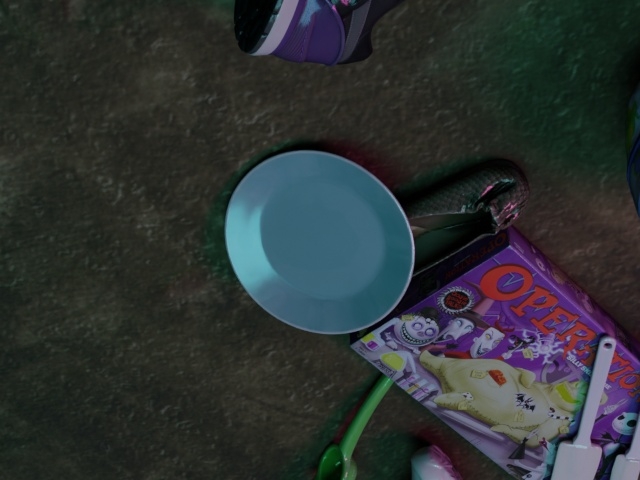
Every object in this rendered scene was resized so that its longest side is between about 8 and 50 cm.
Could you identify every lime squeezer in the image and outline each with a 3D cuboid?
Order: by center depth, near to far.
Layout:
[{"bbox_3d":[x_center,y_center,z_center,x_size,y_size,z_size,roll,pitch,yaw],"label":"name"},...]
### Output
[{"bbox_3d":[0.042,0.271,1.615,0.109,0.059,0.310,-4,130,5],"label":"lime squeezer"}]

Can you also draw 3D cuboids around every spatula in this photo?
[{"bbox_3d":[0.339,0.191,1.510,0.168,0.019,0.242,7,130,2],"label":"spatula"}]

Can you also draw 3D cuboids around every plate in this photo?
[{"bbox_3d":[0.000,0.000,1.370,0.188,0.024,0.188,7,116,16],"label":"plate"}]

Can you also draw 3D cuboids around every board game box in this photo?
[{"bbox_3d":[0.219,0.139,1.506,0.208,0.056,0.347,-37,121,23],"label":"board game box"}]

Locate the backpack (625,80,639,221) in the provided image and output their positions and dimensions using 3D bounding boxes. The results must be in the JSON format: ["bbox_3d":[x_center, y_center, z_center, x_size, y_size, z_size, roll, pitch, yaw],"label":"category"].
[{"bbox_3d":[0.426,-0.088,1.194,0.355,0.273,0.290,-12,136,26],"label":"backpack"}]

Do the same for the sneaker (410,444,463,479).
[{"bbox_3d":[0.116,0.325,1.622,0.115,0.090,0.232,-18,129,-6],"label":"sneaker"}]

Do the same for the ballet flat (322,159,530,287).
[{"bbox_3d":[0.088,0.003,1.379,0.249,0.058,0.084,-26,125,22],"label":"ballet flat"}]

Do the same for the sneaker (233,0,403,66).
[{"bbox_3d":[0.040,-0.257,1.147,0.124,0.107,0.283,9,136,-27],"label":"sneaker"}]
